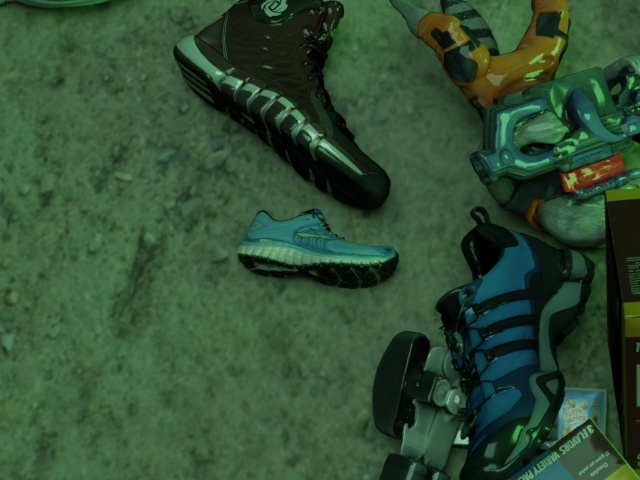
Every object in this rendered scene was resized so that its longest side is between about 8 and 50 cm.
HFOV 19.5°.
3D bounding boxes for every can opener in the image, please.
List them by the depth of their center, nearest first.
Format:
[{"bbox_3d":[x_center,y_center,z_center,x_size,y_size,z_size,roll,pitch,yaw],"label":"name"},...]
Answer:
[{"bbox_3d":[0.077,0.228,1.758,0.093,0.074,0.280,5,73,44],"label":"can opener"}]

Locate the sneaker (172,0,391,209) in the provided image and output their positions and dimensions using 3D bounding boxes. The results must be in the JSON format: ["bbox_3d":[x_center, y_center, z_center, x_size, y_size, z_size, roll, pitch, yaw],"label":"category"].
[{"bbox_3d":[-0.004,-0.166,1.901,0.281,0.106,0.162,38,76,19],"label":"sneaker"}]

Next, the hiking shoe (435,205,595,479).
[{"bbox_3d":[0.156,0.109,1.729,0.132,0.113,0.304,27,45,-5],"label":"hiking shoe"}]

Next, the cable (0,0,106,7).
[{"bbox_3d":[-0.272,-0.374,2.015,0.257,0.089,0.257,5,71,9],"label":"cable"}]

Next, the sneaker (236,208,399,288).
[{"bbox_3d":[0.000,0.000,1.861,0.162,0.063,0.073,9,68,10],"label":"sneaker"}]

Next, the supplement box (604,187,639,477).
[{"bbox_3d":[0.330,0.082,1.683,0.129,0.191,0.194,-4,35,5],"label":"supplement box"}]

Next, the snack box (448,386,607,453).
[{"bbox_3d":[0.185,0.171,1.796,0.178,0.022,0.064,3,71,8],"label":"snack box"}]

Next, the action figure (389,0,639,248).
[{"bbox_3d":[0.241,-0.144,1.867,0.341,0.178,0.330,-10,73,-29],"label":"action figure"}]

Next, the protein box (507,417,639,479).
[{"bbox_3d":[0.248,0.295,1.648,0.136,0.200,0.201,-36,70,-6],"label":"protein box"}]
